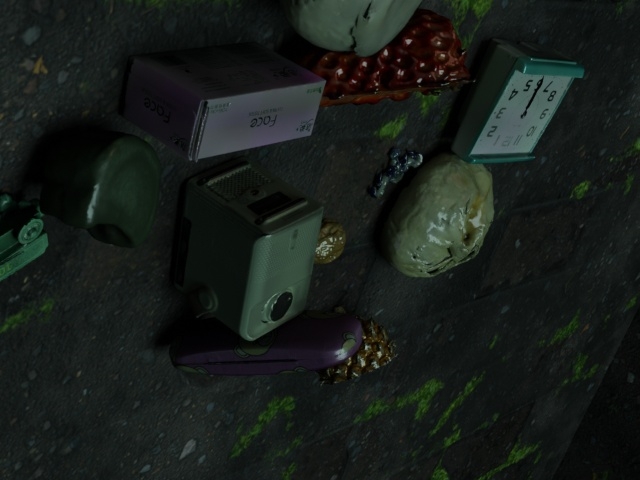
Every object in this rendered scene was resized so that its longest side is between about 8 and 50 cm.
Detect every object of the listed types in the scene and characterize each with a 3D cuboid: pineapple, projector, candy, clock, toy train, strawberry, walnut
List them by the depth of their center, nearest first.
[{"bbox_3d":[-0.412,0.013,1.466,0.172,0.070,0.099,-37,153,-32],"label":"toy train"},{"bbox_3d":[0.053,-0.395,1.616,0.295,0.185,0.295,-50,160,-25],"label":"candy"},{"bbox_3d":[-0.112,0.020,1.800,0.163,0.177,0.243,-25,140,-42],"label":"projector"},{"bbox_3d":[0.081,-0.281,1.805,0.253,0.280,0.150,-82,165,-86],"label":"strawberry"},{"bbox_3d":[0.000,0.000,2.047,0.096,0.083,0.079,-26,171,-33],"label":"walnut"},{"bbox_3d":[0.053,0.192,2.292,0.161,0.137,0.176,-22,179,37],"label":"pineapple"},{"bbox_3d":[0.369,-0.271,2.293,0.262,0.116,0.231,-7,130,-52],"label":"clock"}]

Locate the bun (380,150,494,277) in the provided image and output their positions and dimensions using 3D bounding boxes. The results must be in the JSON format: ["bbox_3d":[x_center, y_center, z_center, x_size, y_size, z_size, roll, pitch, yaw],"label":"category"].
[{"bbox_3d":[0.248,-0.036,2.304,0.287,0.146,0.287,-39,148,-30],"label":"bun"}]

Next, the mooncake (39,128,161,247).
[{"bbox_3d":[-0.281,-0.060,1.514,0.175,0.104,0.168,75,29,-43],"label":"mooncake"}]

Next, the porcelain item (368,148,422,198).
[{"bbox_3d":[0.137,-0.139,2.163,0.136,0.021,0.075,-39,143,-27],"label":"porcelain item"}]

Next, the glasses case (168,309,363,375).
[{"bbox_3d":[-0.089,0.161,1.863,0.123,0.316,0.076,-57,138,-59],"label":"glasses case"}]

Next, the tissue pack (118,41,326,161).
[{"bbox_3d":[-0.128,-0.191,1.594,0.246,0.148,0.093,-17,131,-48],"label":"tissue pack"}]
